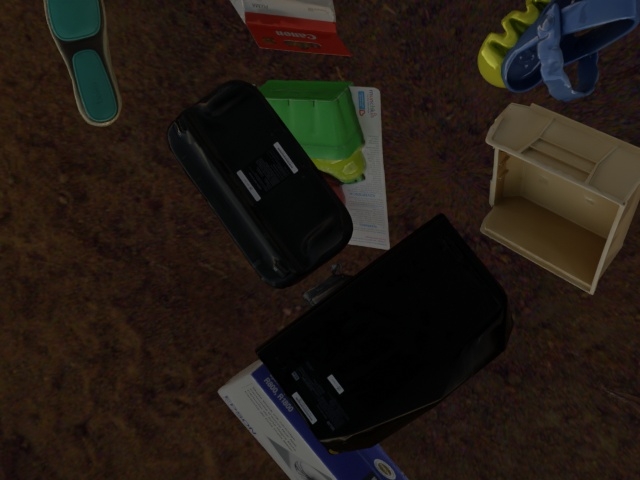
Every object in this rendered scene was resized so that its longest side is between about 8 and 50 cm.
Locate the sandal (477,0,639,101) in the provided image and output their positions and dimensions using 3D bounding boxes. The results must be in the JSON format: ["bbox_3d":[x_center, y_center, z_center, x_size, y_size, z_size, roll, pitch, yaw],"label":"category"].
[{"bbox_3d":[0.327,-0.287,0.739,0.317,0.126,0.138,-60,41,34],"label":"sandal"}]

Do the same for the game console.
[{"bbox_3d":[0.000,0.000,0.592,0.213,0.044,0.361,-35,82,-5],"label":"game console"}]

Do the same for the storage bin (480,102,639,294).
[{"bbox_3d":[0.411,-0.078,1.121,0.260,0.262,0.123,33,68,29],"label":"storage bin"}]

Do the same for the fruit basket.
[{"bbox_3d":[-0.019,-0.151,1.300,0.327,0.165,0.353,6,131,23],"label":"fruit basket"}]

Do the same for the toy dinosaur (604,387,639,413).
[{"bbox_3d":[0.640,0.380,1.142,0.296,0.200,0.127,50,128,16],"label":"toy dinosaur"}]

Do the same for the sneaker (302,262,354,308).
[{"bbox_3d":[0.026,0.178,1.285,0.153,0.101,0.269,33,108,24],"label":"sneaker"}]

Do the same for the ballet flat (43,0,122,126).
[{"bbox_3d":[-0.355,-0.297,0.957,0.086,0.086,0.248,0,109,12],"label":"ballet flat"}]

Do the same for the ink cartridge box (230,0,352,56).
[{"bbox_3d":[-0.057,-0.424,1.155,0.232,0.189,0.066,59,142,41],"label":"ink cartridge box"}]

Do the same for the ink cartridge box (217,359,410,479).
[{"bbox_3d":[-0.016,0.239,0.771,0.045,0.224,0.223,-40,89,-31],"label":"ink cartridge box"}]
